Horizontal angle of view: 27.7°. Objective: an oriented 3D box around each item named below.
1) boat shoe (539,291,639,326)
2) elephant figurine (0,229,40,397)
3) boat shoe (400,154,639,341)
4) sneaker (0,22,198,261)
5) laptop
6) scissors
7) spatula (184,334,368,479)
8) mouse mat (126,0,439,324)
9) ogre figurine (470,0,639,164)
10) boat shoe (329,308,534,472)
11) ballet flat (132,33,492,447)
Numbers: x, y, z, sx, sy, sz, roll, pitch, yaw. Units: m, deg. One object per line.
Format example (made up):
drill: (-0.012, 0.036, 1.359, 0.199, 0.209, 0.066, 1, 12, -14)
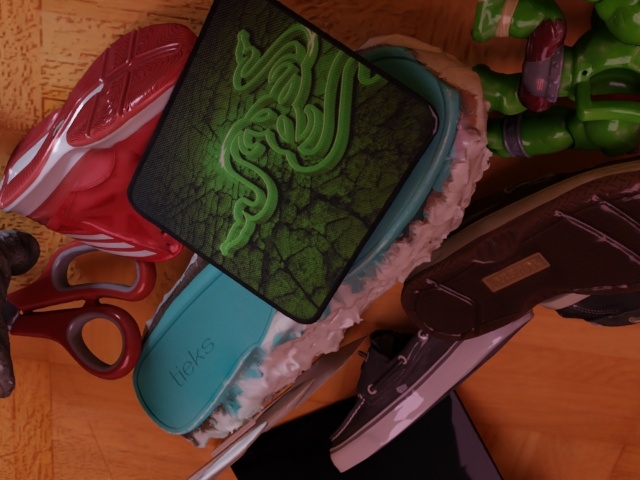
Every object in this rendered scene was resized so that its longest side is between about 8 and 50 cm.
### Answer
boat shoe: (0.254, 0.009, 0.896, 0.079, 0.084, 0.233, 34, 145, -28)
elephant figurine: (-0.274, 0.042, 0.922, 0.239, 0.186, 0.169, -19, 89, 33)
boat shoe: (0.168, -0.017, 0.874, 0.257, 0.095, 0.095, -19, 122, 32)
sneaker: (-0.117, -0.061, 0.902, 0.128, 0.087, 0.221, 30, 142, -31)
laptop: (0.089, 0.238, 1.191, 0.234, 0.136, 0.264, -25, 151, 27)
scissors: (-0.249, 0.051, 1.041, 0.297, 0.109, 0.021, 0, 179, 34)
spatula: (-0.064, 0.164, 1.041, 0.019, 0.168, 0.242, 45, 136, 1)
mouse mat: (-0.030, -0.048, 0.793, 0.152, 0.007, 0.189, 34, 125, 5)
ogre figurine: (0.151, -0.111, 0.805, 0.118, 0.097, 0.197, 13, 123, 10)
boat shoe: (0.069, 0.098, 1.024, 0.076, 0.080, 0.228, 50, 128, 11)
ballet flat: (0.000, 0.000, 0.914, 0.147, 0.147, 0.409, 28, 132, -18)
